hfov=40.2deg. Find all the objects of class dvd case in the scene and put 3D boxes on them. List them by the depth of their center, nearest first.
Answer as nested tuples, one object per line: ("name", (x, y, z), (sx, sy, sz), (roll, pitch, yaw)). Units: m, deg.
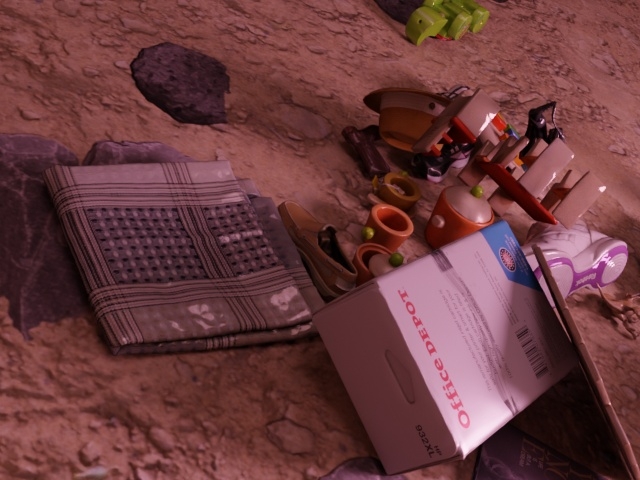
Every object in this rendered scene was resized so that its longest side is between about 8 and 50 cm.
("dvd case", (0.296, 0.330, 1.109), (0.221, 0.018, 0.164), (30, 36, 1))

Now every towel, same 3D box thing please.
("towel", (-0.167, 0.009, 1.152), (0.324, 0.056, 0.312), (-1, 46, -36))

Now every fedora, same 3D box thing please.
("fedora", (0.164, -0.204, 1.536), (0.194, 0.194, 0.079), (15, 81, -18))

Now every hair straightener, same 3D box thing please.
("hair straightener", (0.378, -0.165, 1.440), (0.089, 0.230, 0.047), (40, 80, 16))

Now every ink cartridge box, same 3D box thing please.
("ink cartridge box", (0.167, 0.127, 1.115), (0.307, 0.129, 0.223), (-20, 82, -47))

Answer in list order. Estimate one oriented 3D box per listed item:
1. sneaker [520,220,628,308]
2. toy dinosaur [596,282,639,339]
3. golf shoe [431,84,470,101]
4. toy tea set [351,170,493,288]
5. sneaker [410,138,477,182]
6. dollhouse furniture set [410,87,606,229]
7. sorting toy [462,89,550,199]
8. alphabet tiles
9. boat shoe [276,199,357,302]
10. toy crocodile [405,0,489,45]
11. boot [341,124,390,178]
("sneaker", (0.377, 0.035, 1.469), (0.305, 0.114, 0.152), (-7, 31, -40))
("toy dinosaur", (0.512, 0.118, 1.482), (0.183, 0.053, 0.092), (9, 31, -52))
("golf shoe", (0.243, -0.273, 1.749), (0.094, 0.077, 0.198), (28, 35, -2))
("toy tea set", (0.158, -0.016, 1.340), (0.200, 0.124, 0.336), (28, 36, -2))
("sneaker", (0.232, -0.169, 1.614), (0.072, 0.077, 0.178), (39, 37, 14))
("dollhouse furniture set", (0.290, -0.115, 1.443), (0.259, 0.135, 0.262), (42, -4, -14))
("sorting toy", (0.367, -0.190, 1.703), (0.208, 0.038, 0.193), (30, 33, -39))
("alphabet tiles", (0.365, 0.172, 1.192), (0.285, 0.011, 0.342), (56, 15, -42))
("boat shoe", (0.000, 0.000, 1.259), (0.068, 0.072, 0.190), (-9, 51, -41))
("toy crocodile", (0.312, -0.529, 2.094), (0.115, 0.105, 0.340), (38, 32, 13))
("boot", (0.100, -0.153, 1.545), (0.106, 0.037, 0.114), (-8, 53, -41))
